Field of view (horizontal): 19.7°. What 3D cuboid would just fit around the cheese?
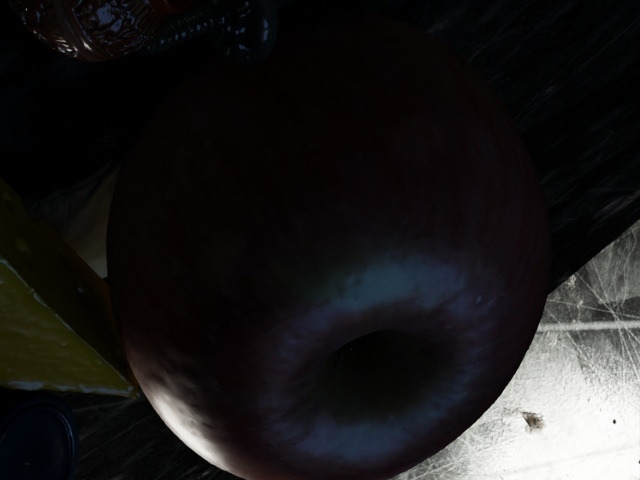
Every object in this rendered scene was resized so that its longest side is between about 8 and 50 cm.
[{"bbox_3d":[-0.193,0.046,1.277,0.171,0.093,0.126,26,123,-36],"label":"cheese"}]

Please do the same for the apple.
[{"bbox_3d":[0.000,0.000,1.299,0.345,0.269,0.345,-13,138,-12],"label":"apple"}]

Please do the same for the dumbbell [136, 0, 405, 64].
[{"bbox_3d":[-0.010,-0.167,1.174,0.254,0.081,0.081,-27,164,-29],"label":"dumbbell"}]

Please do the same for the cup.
[{"bbox_3d":[-0.266,0.147,1.303,0.150,0.138,0.113,-14,112,-54],"label":"cup"}]

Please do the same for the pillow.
[{"bbox_3d":[-0.144,-0.026,1.381,0.229,0.051,0.128,-31,156,-21],"label":"pillow"}]

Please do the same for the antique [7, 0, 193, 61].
[{"bbox_3d":[-0.121,-0.144,0.975,0.104,0.104,0.104,-32,165,-9],"label":"antique"}]
